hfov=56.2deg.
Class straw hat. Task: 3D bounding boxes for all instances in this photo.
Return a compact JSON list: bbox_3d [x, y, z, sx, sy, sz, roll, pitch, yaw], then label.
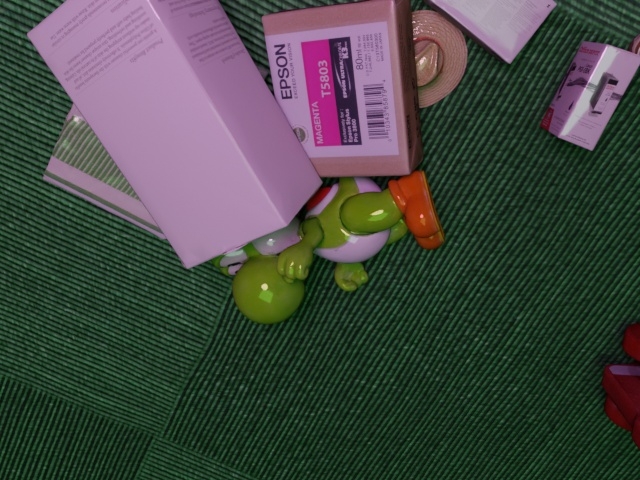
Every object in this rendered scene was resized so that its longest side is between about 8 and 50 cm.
[{"bbox_3d":[0.147,-0.255,0.865,0.145,0.061,0.144,1,112,3],"label":"straw hat"}]

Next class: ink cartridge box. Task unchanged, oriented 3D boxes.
[{"bbox_3d":[0.379,-0.208,0.851,0.056,0.099,0.135,20,110,-4],"label":"ink cartridge box"},{"bbox_3d":[0.035,-0.211,0.845,0.193,0.088,0.234,1,114,23],"label":"ink cartridge box"}]

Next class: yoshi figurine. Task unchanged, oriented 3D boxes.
[{"bbox_3d":[0.007,0.027,0.919,0.362,0.203,0.203,-15,117,12],"label":"yoshi figurine"}]

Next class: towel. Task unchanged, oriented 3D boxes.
[{"bbox_3d":[-0.264,-0.179,0.932,0.248,0.038,0.325,28,109,-9],"label":"towel"}]

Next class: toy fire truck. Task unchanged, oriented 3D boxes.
[{"bbox_3d":[0.615,0.268,0.946,0.302,0.254,0.169,5,112,1],"label":"toy fire truck"}]

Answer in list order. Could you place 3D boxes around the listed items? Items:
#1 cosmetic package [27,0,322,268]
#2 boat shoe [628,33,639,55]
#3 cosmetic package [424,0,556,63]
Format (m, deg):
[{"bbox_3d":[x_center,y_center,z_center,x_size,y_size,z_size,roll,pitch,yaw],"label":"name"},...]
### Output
[{"bbox_3d":[-0.181,-0.168,0.803,0.197,0.155,0.365,-19,111,30],"label":"cosmetic package"},{"bbox_3d":[0.527,-0.302,0.820,0.190,0.072,0.068,-39,105,16],"label":"boat shoe"},{"bbox_3d":[0.194,-0.355,0.821,0.239,0.060,0.099,35,107,-11],"label":"cosmetic package"}]
